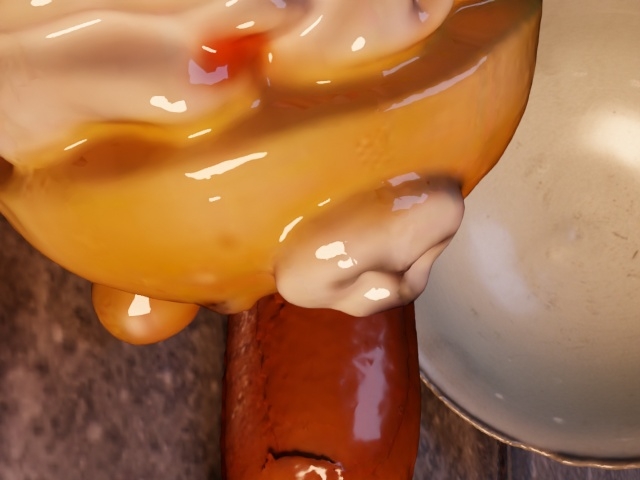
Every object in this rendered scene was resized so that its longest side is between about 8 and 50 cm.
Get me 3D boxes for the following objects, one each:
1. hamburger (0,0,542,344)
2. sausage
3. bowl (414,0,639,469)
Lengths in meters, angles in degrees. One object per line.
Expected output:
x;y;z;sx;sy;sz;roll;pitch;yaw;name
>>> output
-0.034;-0.082;0.533;0.276;0.276;0.237;-47;125;-56;hamburger
0.000;0.000;0.679;0.102;0.102;0.330;34;46;-45;sausage
0.183;-0.014;0.861;0.146;0.313;0.313;-15;86;-88;bowl
